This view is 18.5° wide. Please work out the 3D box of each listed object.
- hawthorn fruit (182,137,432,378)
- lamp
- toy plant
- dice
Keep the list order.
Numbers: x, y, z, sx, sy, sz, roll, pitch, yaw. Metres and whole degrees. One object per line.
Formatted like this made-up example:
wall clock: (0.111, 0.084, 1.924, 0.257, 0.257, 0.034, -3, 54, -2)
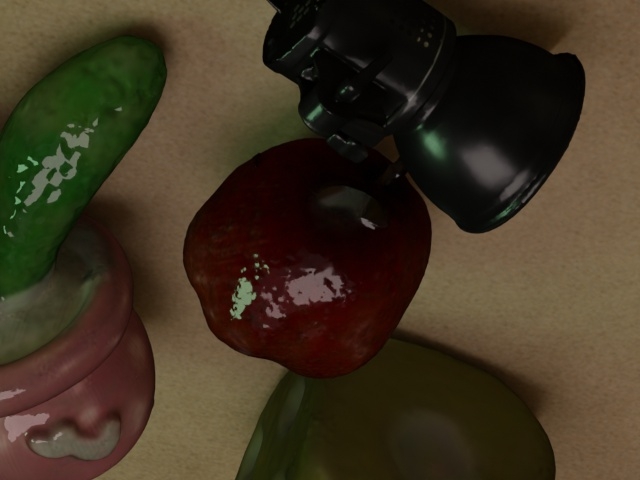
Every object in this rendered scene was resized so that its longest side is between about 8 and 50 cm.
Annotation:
hawthorn fruit: (0.000, 0.000, 1.485, 0.185, 0.185, 0.202, 30, 130, -19)
lamp: (0.050, -0.116, 1.357, 0.227, 0.172, 0.147, 29, 135, -21)
toy plant: (-0.235, 0.025, 1.557, 0.317, 0.210, 0.356, -25, 130, -10)
dice: (0.050, 0.241, 1.679, 0.227, 0.238, 0.233, 22, 135, -12)
